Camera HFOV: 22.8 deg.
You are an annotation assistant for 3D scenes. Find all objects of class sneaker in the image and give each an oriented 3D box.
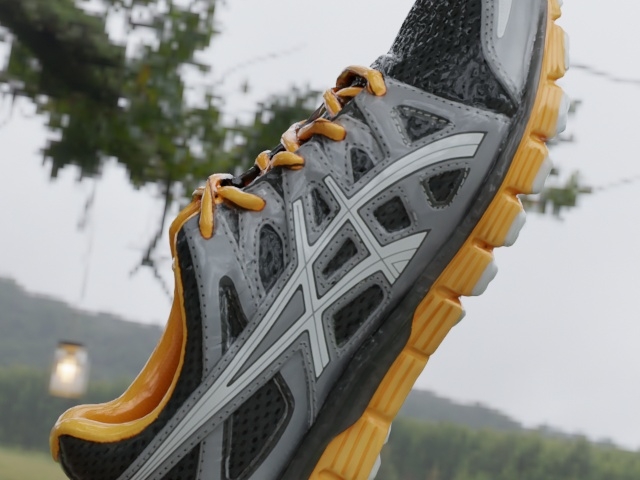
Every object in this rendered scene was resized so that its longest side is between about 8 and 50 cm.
[{"bbox_3d":[0.000,0.000,0.456,0.083,0.215,0.084,29,-4,-10],"label":"sneaker"}]
